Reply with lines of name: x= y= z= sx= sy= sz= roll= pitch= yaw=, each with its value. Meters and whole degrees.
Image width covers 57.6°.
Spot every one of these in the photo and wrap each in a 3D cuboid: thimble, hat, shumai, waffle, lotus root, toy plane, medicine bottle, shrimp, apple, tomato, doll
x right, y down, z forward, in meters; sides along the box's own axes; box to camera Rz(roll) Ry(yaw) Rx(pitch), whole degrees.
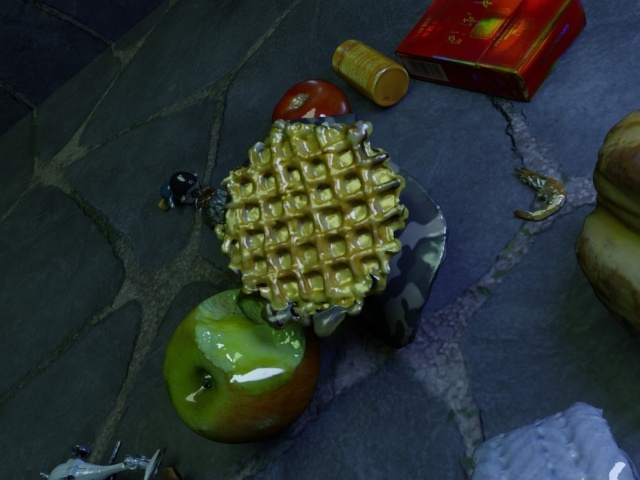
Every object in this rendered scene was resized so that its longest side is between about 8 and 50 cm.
thimble: x=0.265 y=0.297 z=0.587 sx=0.157 sy=0.217 sz=0.245 roll=-27 pitch=27 yaw=15
hat: x=0.000 y=0.000 z=0.932 sx=0.382 sy=0.257 sz=0.366 roll=-123 pitch=40 yaw=-55
shumai: x=-0.254 y=-0.086 z=1.368 sx=0.123 sy=0.087 sz=0.099 roll=18 pitch=73 yaw=46
waffle: x=-0.020 y=-0.022 z=0.847 sx=0.329 sy=0.062 sz=0.329 roll=-2 pitch=85 yaw=23
lotus root: x=0.413 y=-0.012 z=0.651 sx=0.316 sy=0.316 sz=0.250 roll=-47 pitch=27 yaw=0
toy plane: x=-0.419 y=0.440 z=1.073 sx=0.273 sy=0.107 sz=0.182 roll=-16 pitch=37 yaw=45
medicine bottle: x=0.109 y=-0.373 z=1.291 sx=0.096 sy=0.096 sz=0.192 roll=-42 pitch=42 yaw=4
shrimp: x=0.338 y=-0.077 z=0.942 sx=0.083 sy=0.023 sz=0.114 roll=-45 pitch=46 yaw=5
apple: x=-0.127 y=0.197 z=0.933 sx=0.246 sy=0.226 sz=0.246 roll=-2 pitch=86 yaw=35
tomato: x=-0.017 y=-0.258 z=1.274 sx=0.195 sy=0.136 sz=0.195 roll=-21 pitch=45 yaw=24
doll: x=-0.357 y=-0.127 z=1.489 sx=0.179 sy=0.088 sz=0.102 roll=-23 pitch=43 yaw=56

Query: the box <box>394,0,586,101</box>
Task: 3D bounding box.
box: x=0.324 y=-0.399 z=1.148 sx=0.197 sy=0.089 sz=0.313 roll=-52 pitch=44 yaw=-7

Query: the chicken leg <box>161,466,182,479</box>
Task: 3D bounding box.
chicken leg: x=-0.366 y=0.556 z=0.943 sx=0.295 sy=0.182 sz=0.409 roll=-11 pitch=43 yaw=52
